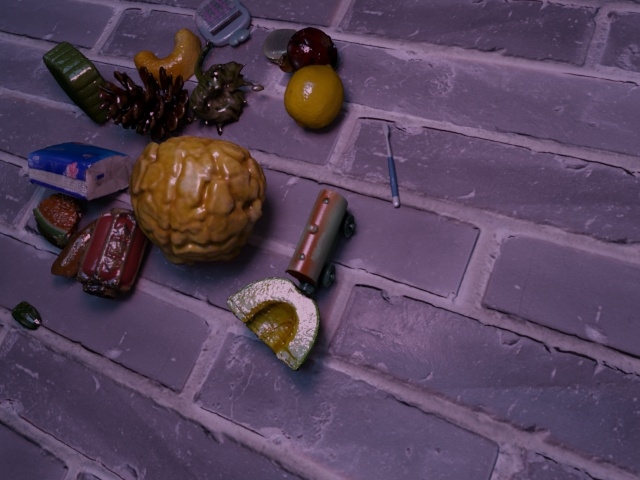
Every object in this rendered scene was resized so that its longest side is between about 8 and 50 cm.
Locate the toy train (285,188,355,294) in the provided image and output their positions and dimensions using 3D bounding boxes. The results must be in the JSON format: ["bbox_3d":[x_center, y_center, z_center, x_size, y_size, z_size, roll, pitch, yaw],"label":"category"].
[{"bbox_3d":[0.000,0.000,1.488,0.116,0.177,0.286,17,74,22],"label":"toy train"}]

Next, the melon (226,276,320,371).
[{"bbox_3d":[-0.093,0.205,1.460,0.265,0.129,0.169,41,80,22],"label":"melon"}]

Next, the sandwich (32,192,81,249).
[{"bbox_3d":[-0.838,-0.062,1.823,0.184,0.109,0.160,35,68,25],"label":"sandwich"}]

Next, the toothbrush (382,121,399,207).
[{"bbox_3d":[0.203,-0.219,1.608,0.019,0.025,0.276,-12,67,18],"label":"toothbrush"}]

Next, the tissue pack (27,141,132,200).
[{"bbox_3d":[-0.778,-0.235,1.811,0.269,0.137,0.209,17,30,24],"label":"tissue pack"}]

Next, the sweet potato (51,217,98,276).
[{"bbox_3d":[-0.746,0.019,1.769,0.097,0.097,0.252,30,74,26],"label":"sweet potato"}]

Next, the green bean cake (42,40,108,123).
[{"bbox_3d":[-0.824,-0.545,1.944,0.222,0.248,0.125,38,71,27],"label":"green bean cake"}]

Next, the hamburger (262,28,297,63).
[{"bbox_3d":[-0.123,-0.647,1.866,0.139,0.062,0.133,7,67,22],"label":"hamburger"}]

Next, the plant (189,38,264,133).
[{"bbox_3d":[-0.354,-0.507,1.872,0.251,0.180,0.333,-46,35,3],"label":"plant"}]

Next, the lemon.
[{"bbox_3d":[-0.017,-0.435,1.675,0.178,0.178,0.203,28,95,25],"label":"lemon"}]

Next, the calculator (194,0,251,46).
[{"bbox_3d":[-0.348,-0.788,2.007,0.185,0.041,0.299,-38,60,-1],"label":"calculator"}]

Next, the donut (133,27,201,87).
[{"bbox_3d":[-0.524,-0.627,1.970,0.259,0.101,0.152,-30,68,-1],"label":"donut"}]

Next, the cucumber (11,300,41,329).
[{"bbox_3d":[-0.924,0.239,1.756,0.107,0.035,0.067,27,76,23],"label":"cucumber"}]

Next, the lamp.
[{"bbox_3d":[-0.620,0.037,1.676,0.176,0.177,0.274,5,67,19],"label":"lamp"}]

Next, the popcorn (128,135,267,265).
[{"bbox_3d":[-0.351,-0.115,1.545,0.390,0.353,0.344,-23,51,58],"label":"popcorn"}]

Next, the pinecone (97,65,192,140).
[{"bbox_3d":[-0.562,-0.450,1.811,0.244,0.309,0.244,-14,73,53],"label":"pinecone"}]

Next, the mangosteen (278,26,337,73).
[{"bbox_3d":[-0.039,-0.585,1.764,0.180,0.166,0.166,-7,64,40],"label":"mangosteen"}]
